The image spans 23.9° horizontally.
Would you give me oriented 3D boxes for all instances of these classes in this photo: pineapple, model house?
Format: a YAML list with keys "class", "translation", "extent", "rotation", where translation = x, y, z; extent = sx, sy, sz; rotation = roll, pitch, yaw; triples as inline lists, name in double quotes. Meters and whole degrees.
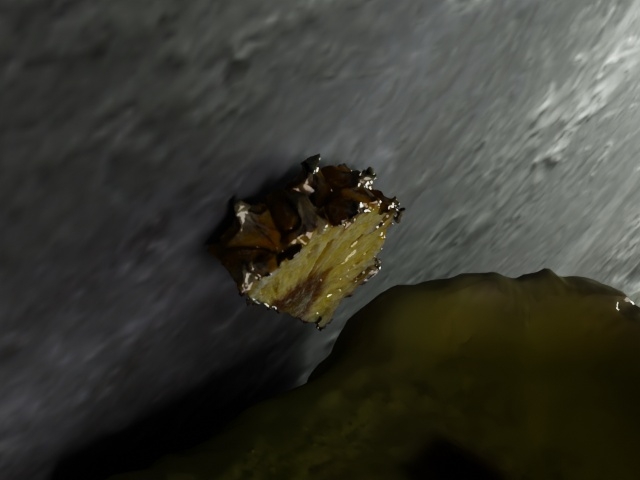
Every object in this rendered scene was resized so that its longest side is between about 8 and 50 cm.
- class: "pineapple"
  translation: [0.000, 0.000, 0.389]
  extent: [0.045, 0.019, 0.083]
  rotation: [-47, 161, 6]
- class: "model house"
  translation: [0.037, 0.134, 0.468]
  extent: [0.234, 0.175, 0.193]
  rotation: [-25, 147, -44]
